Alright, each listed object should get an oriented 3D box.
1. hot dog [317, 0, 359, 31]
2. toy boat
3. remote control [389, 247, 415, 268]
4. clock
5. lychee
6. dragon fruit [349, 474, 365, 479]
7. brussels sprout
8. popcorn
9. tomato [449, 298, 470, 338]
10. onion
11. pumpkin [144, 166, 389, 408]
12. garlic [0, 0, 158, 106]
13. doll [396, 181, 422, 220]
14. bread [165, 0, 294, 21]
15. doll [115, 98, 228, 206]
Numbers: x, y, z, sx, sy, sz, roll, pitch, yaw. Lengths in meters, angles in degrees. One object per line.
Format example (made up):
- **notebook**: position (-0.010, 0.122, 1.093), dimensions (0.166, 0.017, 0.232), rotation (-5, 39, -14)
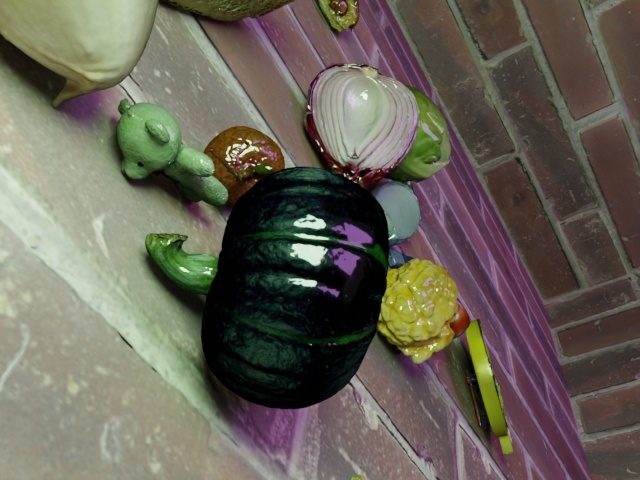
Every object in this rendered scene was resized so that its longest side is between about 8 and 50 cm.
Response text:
- **hot dog**: position (0.061, -0.653, 1.612), dimensions (0.146, 0.103, 0.213), rotation (55, 24, -23)
- **toy boat**: position (0.150, -0.058, 1.300), dimensions (0.134, 0.079, 0.207), rotation (54, 35, -5)
- **remote control**: position (0.186, 0.048, 1.313), dimensions (0.152, 0.027, 0.044), rotation (19, 55, -57)
- **clock**: position (0.391, 0.338, 1.419), dimensions (0.277, 0.071, 0.294), rotation (-64, 138, -71)
- **lychee**: position (-0.101, -0.086, 0.725), dimensions (0.114, 0.101, 0.140), rotation (15, 31, -22)
- **dragon fruit**: position (0.039, 0.321, 0.578), dimensions (0.160, 0.172, 0.167), rotation (-29, 103, -30)
- **brussels sprout**: position (0.182, -0.243, 1.331), dimensions (0.244, 0.244, 0.244), rotation (47, 30, -38)
- **popcorn**: position (0.173, 0.124, 1.061), dimensions (0.180, 0.170, 0.180), rotation (15, 35, -11)
- **tomato**: position (0.225, 0.149, 1.194), dimensions (0.139, 0.091, 0.159), rotation (53, -14, -7)
- **onion**: position (0.065, -0.202, 1.148), dimensions (0.227, 0.120, 0.284), rotation (18, 64, -6)
- **pumpkin**: position (-0.057, 0.039, 0.597), dimensions (0.248, 0.248, 0.248), rotation (47, 30, -38)
- **garlic**: position (-0.256, -0.304, 0.512), dimensions (0.313, 0.286, 0.249), rotation (45, 75, -29)
- **doll**: position (0.227, -0.103, 1.516), dimensions (0.115, 0.050, 0.190), rotation (42, 35, -51)
- **bread**: position (-0.133, -0.482, 0.860), dimensions (0.279, 0.248, 0.315), rotation (63, 19, -11)
- **doll**: position (-0.161, -0.081, 0.629), dimensions (0.115, 0.077, 0.150), rotation (26, -15, 42)
